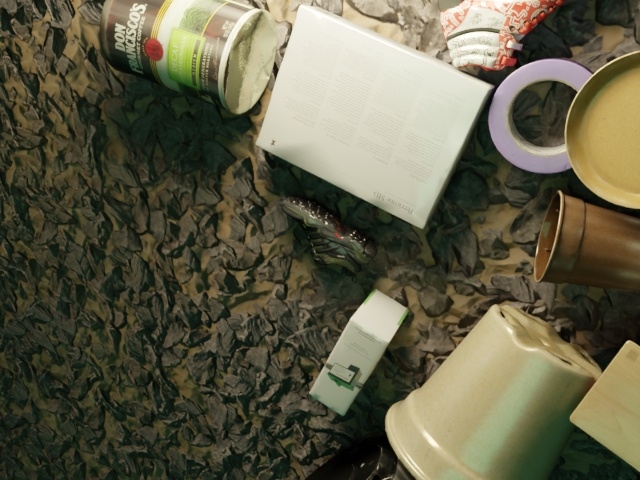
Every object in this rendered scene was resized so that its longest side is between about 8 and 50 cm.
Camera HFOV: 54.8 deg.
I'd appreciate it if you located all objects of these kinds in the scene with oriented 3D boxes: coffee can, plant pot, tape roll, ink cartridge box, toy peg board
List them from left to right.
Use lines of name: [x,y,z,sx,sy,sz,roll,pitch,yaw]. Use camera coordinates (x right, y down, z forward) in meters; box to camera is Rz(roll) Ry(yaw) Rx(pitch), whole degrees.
coffee can: [-0.251,-0.385,1.201,0.275,0.201,0.201,22,115,14]
ink cartridge box: [0.081,0.235,1.300,0.093,0.160,0.219,31,118,11]
plant pot: [0.340,0.300,1.150,0.334,0.334,0.305,32,106,10]
tape roll: [0.389,-0.214,1.056,0.189,0.080,0.188,8,110,21]
plant pot: [0.472,0.012,1.063,0.165,0.167,0.166,13,113,9]
toy peg board: [0.516,0.270,0.986,0.161,0.079,0.160,36,98,22]
plant pot: [0.495,-0.166,0.934,0.236,0.032,0.236,8,103,36]

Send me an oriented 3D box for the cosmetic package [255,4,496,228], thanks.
cosmetic package: [0.092,-0.234,1.167,0.377,0.097,0.284,28,115,12]

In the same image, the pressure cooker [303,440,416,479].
pressure cooker: [0.119,0.706,1.329,0.370,0.375,0.420,-39,90,26]

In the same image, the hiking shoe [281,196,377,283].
hiking shoe: [0.000,0.000,1.294,0.227,0.086,0.114,35,114,8]

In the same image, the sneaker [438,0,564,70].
sneaker: [0.336,-0.367,1.021,0.270,0.090,0.144,-5,107,28]
